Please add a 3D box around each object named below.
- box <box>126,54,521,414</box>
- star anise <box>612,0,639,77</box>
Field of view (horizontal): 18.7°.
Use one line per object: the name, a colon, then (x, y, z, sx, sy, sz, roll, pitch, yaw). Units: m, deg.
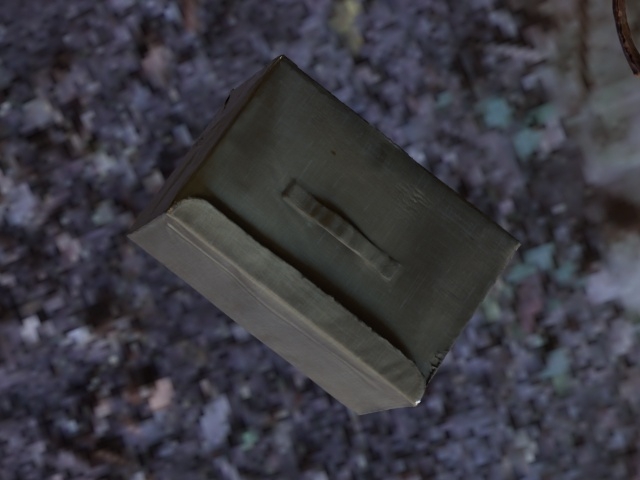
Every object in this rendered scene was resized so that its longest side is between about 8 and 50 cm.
box: (0.000, 0.000, 1.442, 0.231, 0.155, 0.149, 37, 74, -8)
star anise: (0.226, -0.268, 1.571, 0.234, 0.177, 0.073, 35, 2, -19)
